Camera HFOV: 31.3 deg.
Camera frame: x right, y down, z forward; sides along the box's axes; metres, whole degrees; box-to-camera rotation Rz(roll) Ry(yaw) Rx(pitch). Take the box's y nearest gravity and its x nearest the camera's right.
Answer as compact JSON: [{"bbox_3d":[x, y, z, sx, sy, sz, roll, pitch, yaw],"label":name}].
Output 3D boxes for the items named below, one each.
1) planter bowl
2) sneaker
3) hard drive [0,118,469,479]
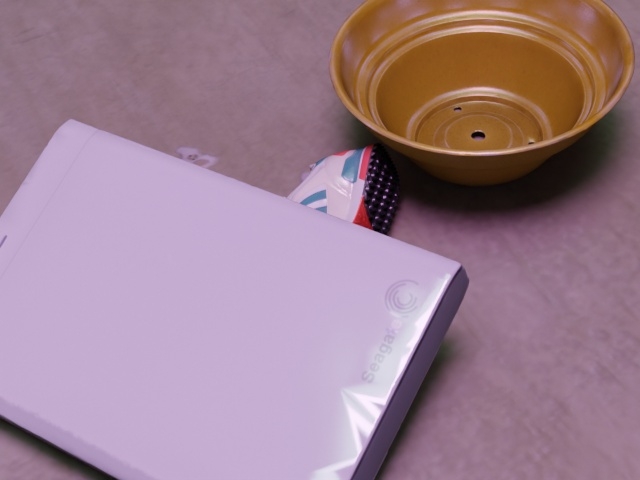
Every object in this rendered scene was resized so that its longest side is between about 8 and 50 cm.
[{"bbox_3d":[0.117,-0.106,0.849,0.217,0.090,0.217,-3,47,3],"label":"planter bowl"},{"bbox_3d":[0.000,0.000,0.800,0.075,0.057,0.161,-5,47,32],"label":"sneaker"},{"bbox_3d":[-0.089,0.054,0.721,0.307,0.040,0.203,21,72,25],"label":"hard drive"}]
